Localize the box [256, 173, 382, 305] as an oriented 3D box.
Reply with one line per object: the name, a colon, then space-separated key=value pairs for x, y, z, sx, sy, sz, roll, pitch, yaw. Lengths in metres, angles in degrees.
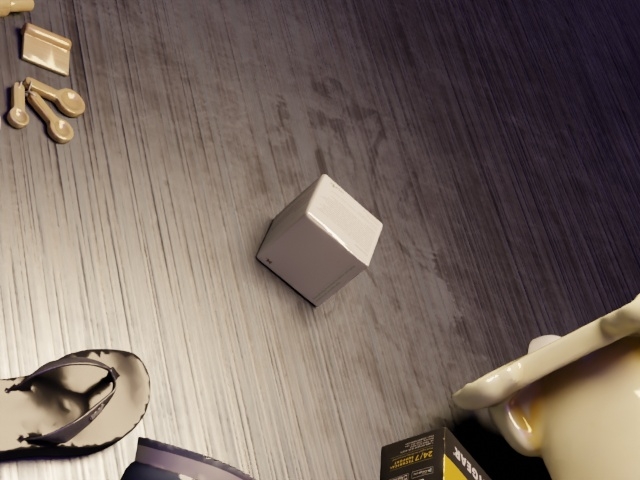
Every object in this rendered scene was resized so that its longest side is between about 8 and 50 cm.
box: x=0.000 y=0.000 z=1.562 sx=0.102 sy=0.101 sz=0.087 roll=41 pitch=37 yaw=-13

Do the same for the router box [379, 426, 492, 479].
router box: x=0.165 y=0.378 z=1.340 sx=0.309 sy=0.081 sz=0.243 roll=49 pitch=31 yaw=-34

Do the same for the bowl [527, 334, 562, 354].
bowl: x=0.351 y=0.200 z=1.804 sx=0.142 sy=0.053 sz=0.142 roll=35 pitch=36 yaw=-21

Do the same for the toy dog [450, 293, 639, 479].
toy dog: x=0.376 y=0.299 z=1.575 sx=0.407 sy=0.285 sz=0.395 roll=64 pitch=5 yaw=10

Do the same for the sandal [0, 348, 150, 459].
sandal: x=-0.245 y=0.151 z=1.200 sx=0.254 sy=0.054 sz=0.097 roll=-11 pitch=67 yaw=-51

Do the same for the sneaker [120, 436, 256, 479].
sneaker: x=-0.070 y=0.299 z=1.243 sx=0.319 sy=0.112 sz=0.131 roll=33 pitch=69 yaw=-32

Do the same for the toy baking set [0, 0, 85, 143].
toy baking set: x=-0.353 y=-0.190 z=1.416 sx=0.256 sy=0.030 sz=0.196 roll=-8 pitch=64 yaw=-50
